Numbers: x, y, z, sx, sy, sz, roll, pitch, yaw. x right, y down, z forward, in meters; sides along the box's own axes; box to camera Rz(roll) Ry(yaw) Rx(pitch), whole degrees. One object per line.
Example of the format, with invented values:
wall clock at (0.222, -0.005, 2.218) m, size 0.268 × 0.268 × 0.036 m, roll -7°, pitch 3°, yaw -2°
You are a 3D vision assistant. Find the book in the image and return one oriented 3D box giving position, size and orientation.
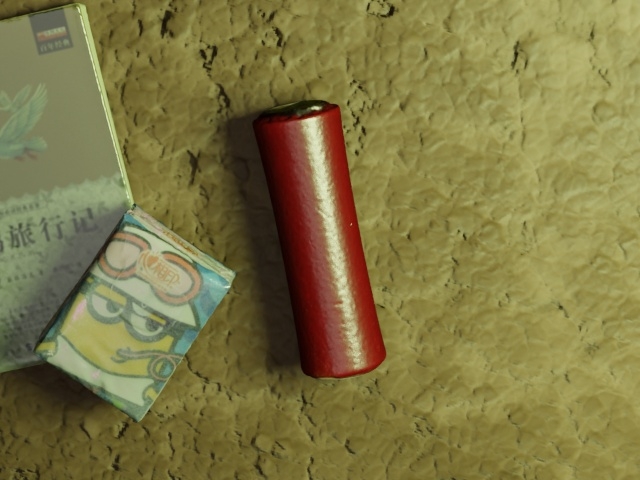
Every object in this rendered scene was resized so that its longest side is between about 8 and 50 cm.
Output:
book at (-0.277, -0.038, 1.415) m, size 0.216 × 0.021 × 0.310 m, roll -12°, pitch 102°, yaw 7°

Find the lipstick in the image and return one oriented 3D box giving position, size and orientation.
lipstick at (0.000, 0.000, 1.374) m, size 0.080 × 0.080 × 0.241 m, roll -9°, pitch 101°, yaw 6°

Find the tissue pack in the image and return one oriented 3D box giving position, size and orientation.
tissue pack at (-0.164, 0.063, 1.387) m, size 0.115 × 0.065 × 0.155 m, roll 34°, pitch 103°, yaw -5°
